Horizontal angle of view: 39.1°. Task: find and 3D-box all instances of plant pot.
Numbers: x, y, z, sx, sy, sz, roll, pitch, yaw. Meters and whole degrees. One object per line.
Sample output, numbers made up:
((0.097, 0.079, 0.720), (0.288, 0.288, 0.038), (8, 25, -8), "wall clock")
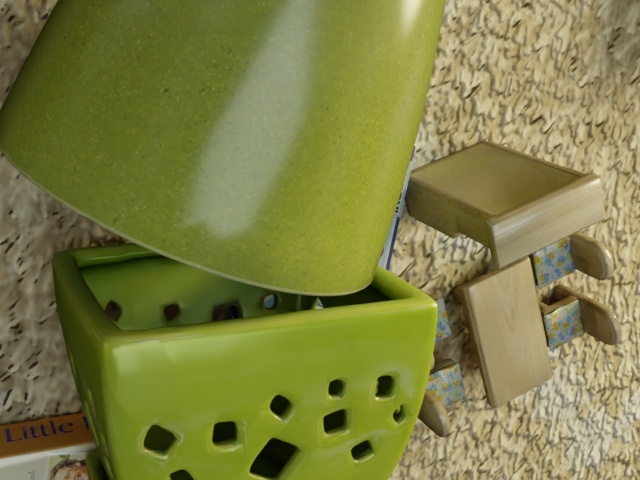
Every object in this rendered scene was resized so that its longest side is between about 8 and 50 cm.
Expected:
((-0.028, -0.159, 0.583), (0.274, 0.275, 0.294), (17, 107, -28), "plant pot")
((-0.065, 0.121, 0.660), (0.228, 0.227, 0.207), (-6, 105, -22), "plant pot")

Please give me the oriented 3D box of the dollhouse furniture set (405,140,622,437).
((0.178, 0.050, 0.831), (0.212, 0.161, 0.242), (-24, 115, -16), "dollhouse furniture set")

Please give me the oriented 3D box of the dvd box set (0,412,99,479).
((-0.166, 0.295, 0.814), (0.420, 0.062, 0.308), (-6, 109, -23), "dvd box set")

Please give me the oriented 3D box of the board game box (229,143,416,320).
((0.000, 0.000, 0.807), (0.136, 0.035, 0.201), (4, 105, -25), "board game box")
